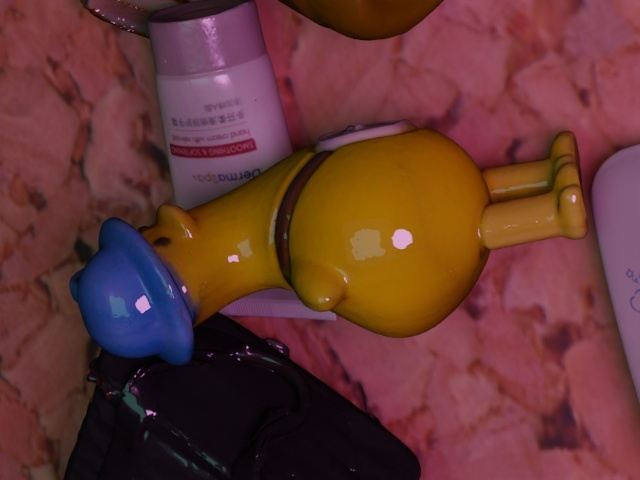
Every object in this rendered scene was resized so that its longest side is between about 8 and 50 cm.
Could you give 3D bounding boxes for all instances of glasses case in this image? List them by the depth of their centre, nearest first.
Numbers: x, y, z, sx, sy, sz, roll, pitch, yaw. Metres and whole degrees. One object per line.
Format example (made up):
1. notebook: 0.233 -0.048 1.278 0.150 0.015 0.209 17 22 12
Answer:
1. glasses case: 0.240 0.048 1.097 0.092 0.059 0.233 -12 93 35

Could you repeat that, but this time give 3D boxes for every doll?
1. doll: 0.000 0.000 1.148 0.363 0.199 0.145 -11 111 12

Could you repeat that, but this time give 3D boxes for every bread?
1. bread: -0.154 -0.190 1.291 0.109 0.062 0.043 36 116 17

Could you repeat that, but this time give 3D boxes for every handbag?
1. handbag: -0.055 0.168 1.238 0.254 0.181 0.181 35 124 21

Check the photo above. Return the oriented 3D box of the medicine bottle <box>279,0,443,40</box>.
1. medicine bottle: -0.067 -0.312 1.116 0.384 0.224 0.224 34 116 22

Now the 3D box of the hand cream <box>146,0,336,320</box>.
1. hand cream: -0.069 -0.054 1.264 0.133 0.083 0.247 -1 109 34
